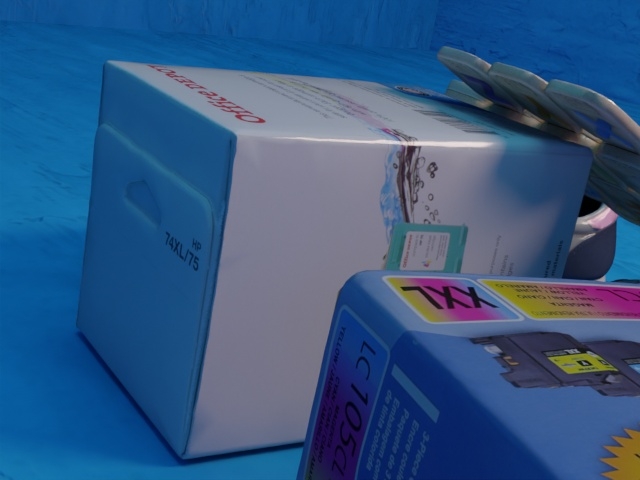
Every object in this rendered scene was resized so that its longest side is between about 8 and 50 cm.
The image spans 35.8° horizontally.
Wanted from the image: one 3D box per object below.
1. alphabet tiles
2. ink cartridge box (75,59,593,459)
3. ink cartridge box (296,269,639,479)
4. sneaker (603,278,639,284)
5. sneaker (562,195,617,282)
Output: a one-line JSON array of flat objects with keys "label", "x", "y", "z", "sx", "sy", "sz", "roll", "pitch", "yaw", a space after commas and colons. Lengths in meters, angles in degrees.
[{"label": "alphabet tiles", "x": 0.212, "y": -0.048, "z": 0.720, "sx": 0.278, "sy": 0.021, "sz": 0.284, "roll": 31, "pitch": 1, "yaw": -38}, {"label": "ink cartridge box", "x": 0.000, "y": 0.000, "z": 0.671, "sx": 0.270, "sy": 0.197, "sz": 0.198, "roll": -1, "pitch": 20, "yaw": -33}, {"label": "ink cartridge box", "x": 0.185, "y": 0.152, "z": 0.382, "sx": 0.270, "sy": 0.151, "sz": 0.395, "roll": 3, "pitch": 20, "yaw": -22}, {"label": "sneaker", "x": 0.301, "y": 0.094, "z": 0.760, "sx": 0.275, "sy": 0.107, "sz": 0.110, "roll": -5, "pitch": 42, "yaw": -29}, {"label": "sneaker", "x": 0.136, "y": -0.018, "z": 0.919, "sx": 0.319, "sy": 0.131, "sz": 0.112, "roll": 2, "pitch": 19, "yaw": -24}]
